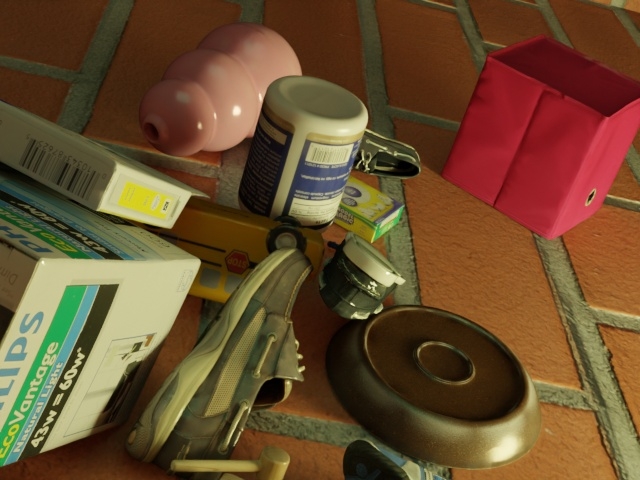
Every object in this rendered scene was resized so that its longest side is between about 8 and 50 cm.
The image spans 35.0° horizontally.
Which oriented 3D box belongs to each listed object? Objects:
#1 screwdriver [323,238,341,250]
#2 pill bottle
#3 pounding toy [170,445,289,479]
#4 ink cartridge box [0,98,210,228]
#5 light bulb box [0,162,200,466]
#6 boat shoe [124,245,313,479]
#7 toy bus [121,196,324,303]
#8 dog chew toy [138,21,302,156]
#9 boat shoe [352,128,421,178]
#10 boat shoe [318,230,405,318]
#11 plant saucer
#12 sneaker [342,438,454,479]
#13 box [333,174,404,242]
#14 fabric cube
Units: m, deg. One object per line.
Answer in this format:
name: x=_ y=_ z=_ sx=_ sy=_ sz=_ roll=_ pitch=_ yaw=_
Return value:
screwdriver: x=0.000 y=0.000 z=1.611 sx=0.170 sy=0.024 sz=0.025 roll=23 pitch=61 yaw=21
pill bottle: x=-0.038 y=-0.097 z=1.505 sx=0.153 sy=0.264 sz=0.153 roll=14 pitch=32 yaw=-9
pounding toy: x=-0.084 y=0.300 z=1.046 sx=0.181 sy=0.094 sz=0.206 roll=20 pitch=23 yaw=13
ink cartridge box: x=-0.319 y=-0.106 z=1.226 sx=0.304 sy=0.072 sz=0.307 roll=25 pitch=-2 yaw=13
light bulb box: x=-0.377 y=0.042 z=1.044 sx=0.358 sy=0.225 sz=0.361 roll=26 pitch=5 yaw=13
boat shoe: x=-0.093 y=0.152 z=1.224 sx=0.130 sy=0.132 sz=0.355 roll=37 pitch=51 yaw=-2
toy bus: x=-0.167 y=0.005 z=1.394 sx=0.333 sy=0.130 sz=0.108 roll=15 pitch=8 yaw=-5
dog chew toy: x=-0.179 y=-0.246 z=1.740 sx=0.207 sy=0.206 sz=0.332 roll=31 pitch=43 yaw=19
boat shoe: x=0.090 y=-0.155 z=1.836 sx=0.206 sy=0.075 sz=0.065 roll=10 pitch=29 yaw=-21
boat shoe: x=0.051 y=0.052 z=1.430 sx=0.114 sy=0.091 sz=0.302 roll=41 pitch=4 yaw=9
plant saucer: x=0.162 y=0.181 z=1.384 sx=0.311 sy=0.050 sz=0.310 roll=13 pitch=33 yaw=-9
sneaker: x=0.116 y=0.301 z=1.161 sx=0.211 sy=0.080 sz=0.081 roll=38 pitch=30 yaw=13
box: x=0.040 y=-0.070 z=1.712 sx=0.179 sy=0.043 sz=0.105 roll=28 pitch=33 yaw=19
fabric cube: x=0.425 y=-0.200 z=1.895 sx=0.259 sy=0.258 sz=0.254 roll=34 pitch=34 yaw=24
